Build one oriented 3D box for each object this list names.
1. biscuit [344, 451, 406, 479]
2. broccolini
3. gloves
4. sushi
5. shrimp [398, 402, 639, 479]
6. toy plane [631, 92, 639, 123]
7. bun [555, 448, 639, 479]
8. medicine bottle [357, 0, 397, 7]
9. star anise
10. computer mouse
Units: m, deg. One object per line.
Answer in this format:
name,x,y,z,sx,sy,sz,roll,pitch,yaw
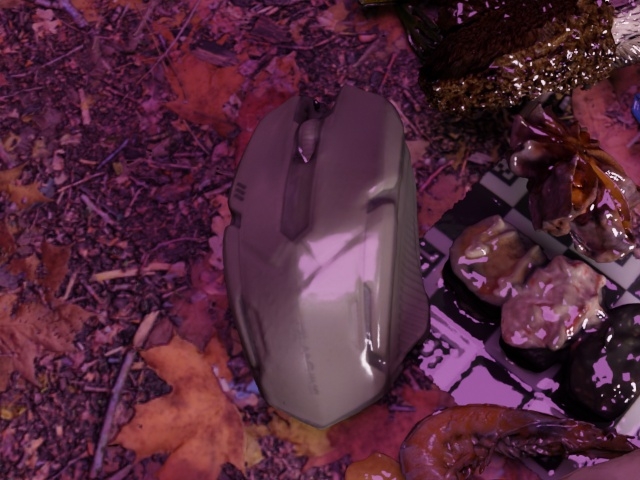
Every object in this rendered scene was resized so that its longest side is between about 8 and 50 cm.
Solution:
biscuit,0.124,0.325,0.943,0.236,0.040,0.144,18,73,14
broccolini,0.144,-0.278,1.217,0.074,0.058,0.201,-17,49,-17
gloves,0.258,-0.240,1.082,0.312,0.135,0.210,-23,32,-31
sushi,0.265,0.078,1.006,0.296,0.100,0.373,-43,70,-15
shrimp,0.200,0.226,0.921,0.251,0.052,0.143,-9,29,29
toy plane,0.456,-0.118,1.052,0.105,0.254,0.271,13,91,-28
bun,0.300,0.285,0.824,0.259,0.259,0.160,-18,60,-4
medicine bottle,0.162,-0.420,1.204,0.250,0.141,0.137,-5,54,2
star anise,0.296,-0.065,1.041,0.099,0.220,0.214,-39,57,35
computer mouse,-0.001,-0.004,1.021,0.228,0.145,0.428,-7,64,17
